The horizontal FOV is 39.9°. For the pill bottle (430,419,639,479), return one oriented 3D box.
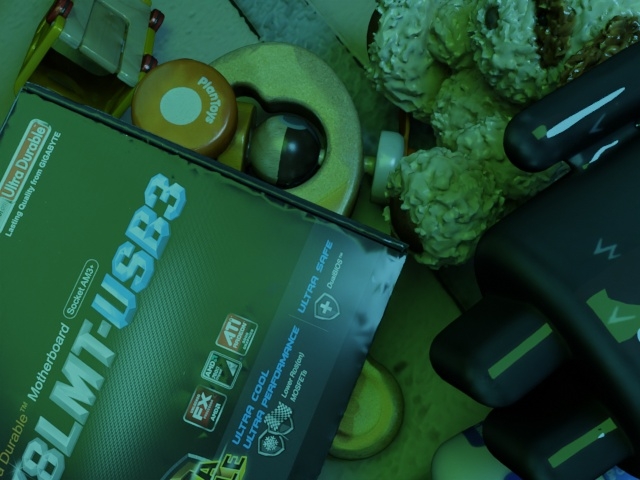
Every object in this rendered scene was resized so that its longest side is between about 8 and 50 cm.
[{"bbox_3d":[0.170,0.179,0.598,0.272,0.152,0.152,-27,68,0],"label":"pill bottle"}]

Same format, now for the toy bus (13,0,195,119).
[{"bbox_3d":[-0.216,-0.180,0.815,0.104,0.202,0.191,-44,74,25],"label":"toy bus"}]

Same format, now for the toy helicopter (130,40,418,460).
[{"bbox_3d":[0.000,0.000,0.726,0.235,0.140,0.355,-17,79,-7],"label":"toy helicopter"}]

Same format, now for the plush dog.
[{"bbox_3d":[0.163,-0.122,0.637,0.210,0.225,0.262,8,56,-18],"label":"plush dog"}]

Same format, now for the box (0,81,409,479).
[{"bbox_3d":[-0.128,0.082,0.612,0.293,0.073,0.296,24,81,-2],"label":"box"}]

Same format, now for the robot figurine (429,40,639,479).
[{"bbox_3d":[0.200,0.021,0.488,0.278,0.209,0.173,-34,44,-5],"label":"robot figurine"}]
